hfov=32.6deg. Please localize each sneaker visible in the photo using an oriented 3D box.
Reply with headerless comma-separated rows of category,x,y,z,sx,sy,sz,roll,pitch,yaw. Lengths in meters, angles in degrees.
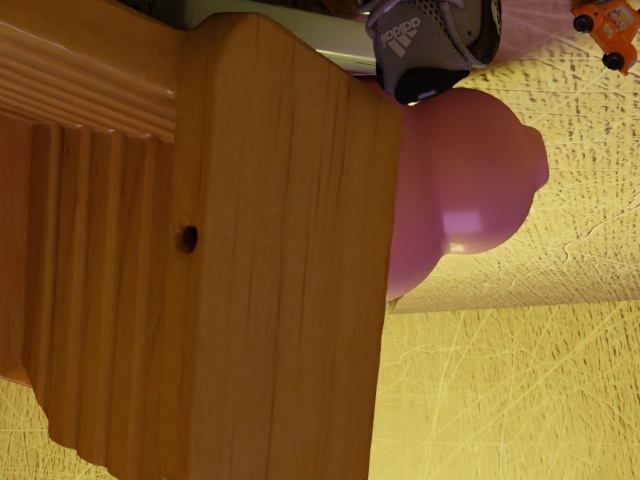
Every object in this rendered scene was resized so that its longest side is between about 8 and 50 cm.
sneaker,0.028,-0.129,0.471,0.086,0.132,0.229,-13,166,34

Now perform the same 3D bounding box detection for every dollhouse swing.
dollhouse swing,-0.191,-0.002,0.556,0.305,0.315,0.347,-2,-169,-44

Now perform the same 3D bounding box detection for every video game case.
video game case,-0.043,-0.121,0.662,0.201,0.023,0.183,1,-174,-38

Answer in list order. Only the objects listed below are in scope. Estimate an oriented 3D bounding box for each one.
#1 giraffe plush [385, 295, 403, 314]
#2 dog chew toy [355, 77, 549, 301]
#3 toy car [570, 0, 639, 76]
giraffe plush,0.000,0.000,1.048,0.210,0.181,0.170,30,-179,-4
dog chew toy,0.010,-0.033,0.855,0.332,0.206,0.206,-10,169,4
toy car,0.178,-0.140,0.679,0.040,0.060,0.122,-39,165,15
